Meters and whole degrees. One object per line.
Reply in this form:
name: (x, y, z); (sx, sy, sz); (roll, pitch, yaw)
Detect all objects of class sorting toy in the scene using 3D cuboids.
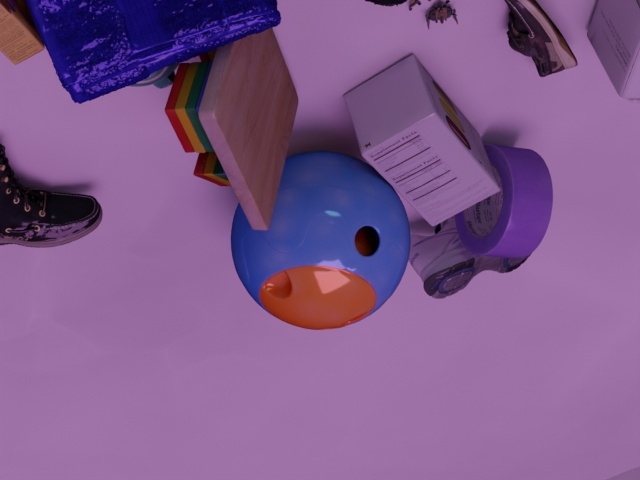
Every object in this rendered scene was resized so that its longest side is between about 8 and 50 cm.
sorting toy: (-0.126, -0.189, 1.879); (0.089, 0.257, 0.255); (-1, 143, 17)

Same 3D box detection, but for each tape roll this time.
tape roll: (0.307, -0.065, 2.227); (0.080, 0.189, 0.189); (5, 137, -25)

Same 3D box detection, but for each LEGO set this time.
LEGO set: (0.170, -0.347, 1.971); (0.054, 0.023, 0.083); (-37, 125, 20)

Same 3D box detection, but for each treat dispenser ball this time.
treat dispenser ball: (0.000, 0.000, 2.109); (0.288, 0.288, 0.288); (-10, 142, -8)

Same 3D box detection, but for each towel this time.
towel: (-0.225, -0.330, 1.712); (0.308, 0.076, 0.227); (-21, 108, 0)

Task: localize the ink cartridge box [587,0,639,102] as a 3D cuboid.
ink cartridge box: (0.592, -0.408, 1.932); (0.285, 0.166, 0.395); (-5, 140, -14)

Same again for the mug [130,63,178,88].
mug: (-0.244, -0.274, 1.836); (0.158, 0.097, 0.129); (16, 131, -34)

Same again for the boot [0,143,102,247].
boot: (-0.459, -0.072, 2.005); (0.236, 0.085, 0.178); (-4, 142, -5)

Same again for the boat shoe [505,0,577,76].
boat shoe: (0.323, -0.315, 2.016); (0.073, 0.080, 0.223); (-36, 143, 15)

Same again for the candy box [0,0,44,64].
candy box: (-0.433, -0.326, 1.694); (0.053, 0.109, 0.186); (-26, 141, 11)

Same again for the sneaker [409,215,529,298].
sneaker: (0.283, -0.002, 2.367); (0.297, 0.129, 0.111); (-16, 144, -32)

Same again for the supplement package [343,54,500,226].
supplement package: (0.164, -0.155, 2.103); (0.134, 0.139, 0.244); (-29, 141, 17)

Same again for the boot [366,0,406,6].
boot: (0.080, -0.379, 1.876); (0.121, 0.045, 0.099); (-8, 144, -13)
